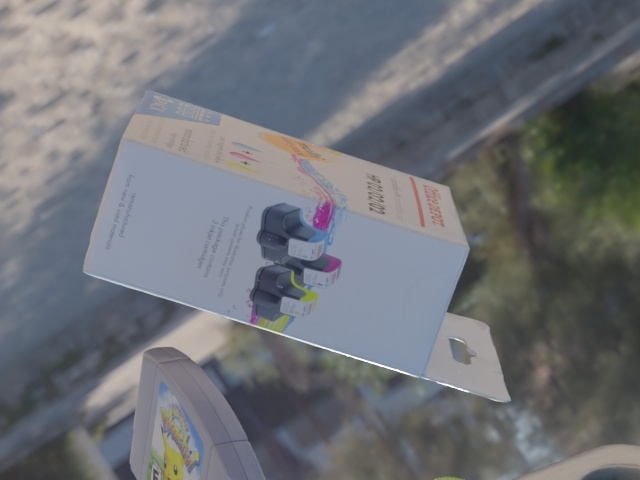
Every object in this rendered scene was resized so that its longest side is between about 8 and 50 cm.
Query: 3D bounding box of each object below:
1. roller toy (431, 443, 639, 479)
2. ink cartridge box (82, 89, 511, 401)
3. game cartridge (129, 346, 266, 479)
[{"bbox_3d":[0.140,0.207,0.849,0.146,0.209,0.191,-18,179,-22],"label":"roller toy"},{"bbox_3d":[0.000,0.000,0.722,0.104,0.181,0.062,-92,-159,-74],"label":"ink cartridge box"},{"bbox_3d":[-0.043,0.074,0.576,0.017,0.083,0.056,-1,119,-29],"label":"game cartridge"}]
